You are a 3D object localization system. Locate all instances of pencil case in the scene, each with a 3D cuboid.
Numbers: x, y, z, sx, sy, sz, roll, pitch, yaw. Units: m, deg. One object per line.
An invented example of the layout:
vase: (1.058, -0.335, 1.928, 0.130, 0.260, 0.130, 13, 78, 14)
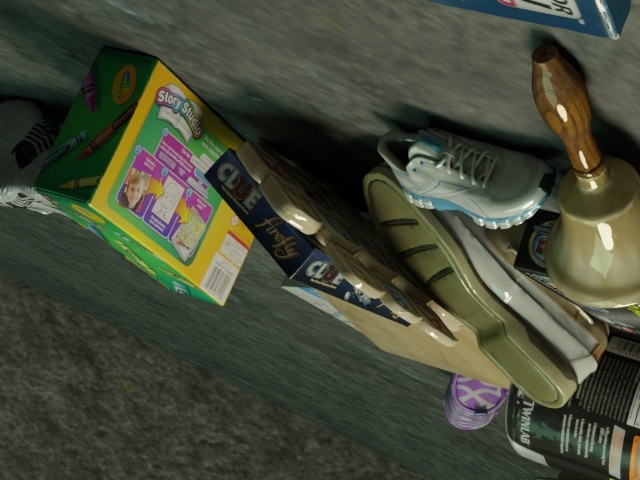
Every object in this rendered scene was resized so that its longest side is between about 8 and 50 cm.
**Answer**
pencil case: (0.229, 0.227, 2.324, 0.088, 0.086, 0.206, -4, 167, -2)

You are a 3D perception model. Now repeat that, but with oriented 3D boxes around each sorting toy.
sorting toy: (0.150, 0.081, 1.857, 0.255, 0.089, 0.257, 15, 164, 30)

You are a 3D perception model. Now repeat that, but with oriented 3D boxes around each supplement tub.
supplement tub: (0.370, 0.181, 1.645, 0.316, 0.194, 0.193, 17, 166, 26)

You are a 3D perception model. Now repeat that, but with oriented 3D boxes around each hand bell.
hand bell: (0.205, -0.067, 1.225, 0.126, 0.126, 0.242, 14, 151, 35)

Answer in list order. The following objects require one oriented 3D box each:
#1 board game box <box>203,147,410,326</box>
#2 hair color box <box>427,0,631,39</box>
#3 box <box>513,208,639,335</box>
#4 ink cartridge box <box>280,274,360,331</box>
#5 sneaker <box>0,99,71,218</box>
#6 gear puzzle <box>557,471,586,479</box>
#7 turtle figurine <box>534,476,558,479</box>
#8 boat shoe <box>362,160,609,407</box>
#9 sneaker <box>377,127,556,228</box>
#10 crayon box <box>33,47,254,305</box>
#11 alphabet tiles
board game box: (0.000, 0.000, 1.659, 0.165, 0.042, 0.243, 48, -167, 32)
hair color box: (-0.001, -0.222, 0.741, 0.347, 0.174, 0.105, 16, 164, 27)
box: (0.325, 0.052, 1.421, 0.216, 0.060, 0.270, 15, 174, 33)
ink cartridge box: (0.053, 0.075, 2.055, 0.181, 0.062, 0.104, 30, 166, -28)
sneaker: (-0.285, -0.061, 1.931, 0.365, 0.137, 0.210, 7, 157, 41)
gear puzzle: (0.478, 0.406, 2.146, 0.338, 0.176, 0.044, 7, 170, -1)
turtle figurine: (0.411, 0.369, 2.328, 0.266, 0.274, 0.198, 14, 130, 50)
boat shoe: (0.165, 0.023, 1.561, 0.302, 0.103, 0.113, 49, 158, -12)
sneaker: (0.121, -0.063, 1.394, 0.190, 0.071, 0.083, 8, 154, 48)
crayon box: (-0.164, -0.062, 1.665, 0.081, 0.165, 0.278, 15, 164, 33)
alphabet tiles: (0.035, -0.003, 1.621, 0.284, 0.021, 0.278, 34, -167, -36)
